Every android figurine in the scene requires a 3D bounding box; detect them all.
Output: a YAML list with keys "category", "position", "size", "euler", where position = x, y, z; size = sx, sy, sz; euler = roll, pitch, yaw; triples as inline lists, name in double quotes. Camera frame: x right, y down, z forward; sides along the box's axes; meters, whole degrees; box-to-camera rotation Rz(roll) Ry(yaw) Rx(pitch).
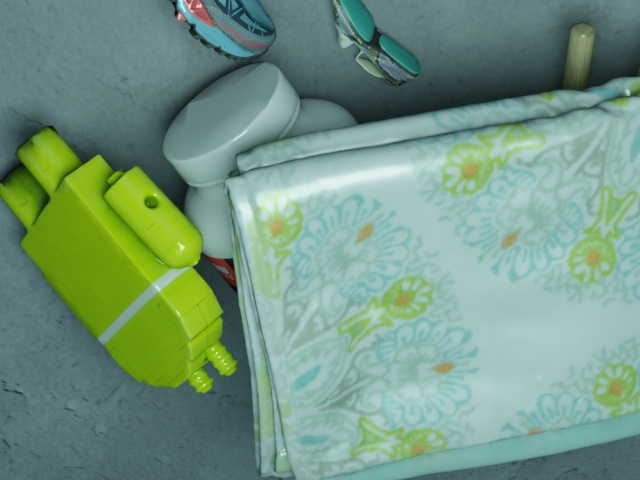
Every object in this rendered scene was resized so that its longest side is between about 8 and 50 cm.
- category: "android figurine"
  position: [-0.180, 0.027, 1.284]
  size: [0.273, 0.056, 0.248]
  euler: [48, 147, 1]

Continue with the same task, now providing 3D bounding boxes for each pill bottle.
- category: "pill bottle"
  position: [0.000, 0.000, 1.292]
  size: [0.181, 0.181, 0.323]
  euler: [-30, 121, 15]

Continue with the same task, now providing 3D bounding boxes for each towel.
- category: "towel"
  position: [0.114, 0.047, 1.187]
  size: [0.374, 0.090, 0.320]
  euler: [-11, 121, -7]

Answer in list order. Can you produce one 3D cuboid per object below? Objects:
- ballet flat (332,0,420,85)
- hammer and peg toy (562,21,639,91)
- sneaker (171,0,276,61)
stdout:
- category: "ballet flat"
  position: [0.039, -0.176, 1.265]
  size: [0.041, 0.041, 0.114]
  euler: [-38, 117, 20]
- category: "hammer and peg toy"
  position: [0.361, -0.078, 1.262]
  size: [0.361, 0.127, 0.266]
  euler: [-10, 140, 8]
- category: "sneaker"
  position: [-0.094, -0.263, 1.157]
  size: [0.125, 0.104, 0.262]
  euler: [-29, 121, 12]
